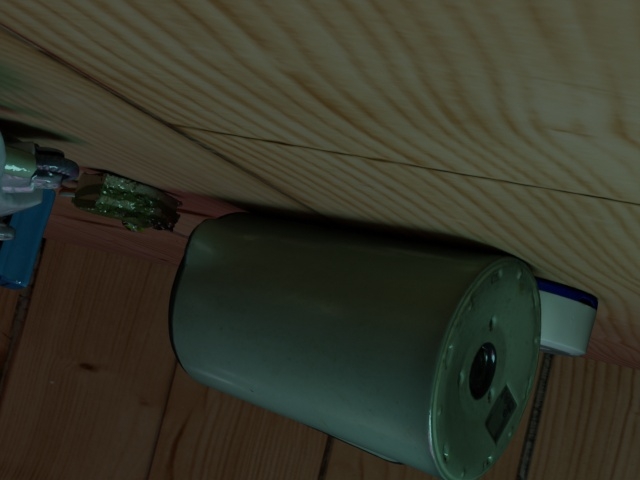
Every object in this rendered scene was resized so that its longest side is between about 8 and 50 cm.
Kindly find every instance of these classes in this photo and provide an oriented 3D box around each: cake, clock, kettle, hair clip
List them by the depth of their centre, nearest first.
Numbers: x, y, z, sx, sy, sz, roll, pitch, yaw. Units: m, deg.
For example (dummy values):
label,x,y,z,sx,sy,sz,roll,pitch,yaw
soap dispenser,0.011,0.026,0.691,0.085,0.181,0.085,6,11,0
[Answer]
label,x,y,z,sx,sy,sz,roll,pitch,yaw
kettle,0.048,0.139,1.403,0.377,0.250,0.361,13,147,33
cake,-0.223,-0.045,1.432,0.140,0.051,0.055,15,173,-32
clock,0.233,0.088,1.517,0.231,0.083,0.230,12,173,1
hair clip,-0.292,-0.047,1.662,0.060,0.033,0.188,9,171,21

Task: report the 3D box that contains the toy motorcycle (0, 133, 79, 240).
label,x,y,z,sx,sy,sz,roll,pitch,yaw
toy motorcycle,-0.374,-0.070,1.231,0.171,0.110,0.260,13,166,-43

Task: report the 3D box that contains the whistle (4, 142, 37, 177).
label,x,y,z,sx,sy,sz,roll,pitch,yaw
whistle,-0.374,-0.100,1.039,0.253,0.105,0.101,16,-145,-27

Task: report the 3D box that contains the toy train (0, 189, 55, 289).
label,x,y,z,sx,sy,sz,roll,pitch,yaw
toy train,-0.537,-0.040,1.615,0.300,0.188,0.265,19,168,-21

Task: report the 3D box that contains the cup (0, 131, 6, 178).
label,x,y,z,sx,sy,sz,roll,pitch,yaw
cup,-0.425,-0.040,0.874,0.347,0.163,0.347,9,154,4
